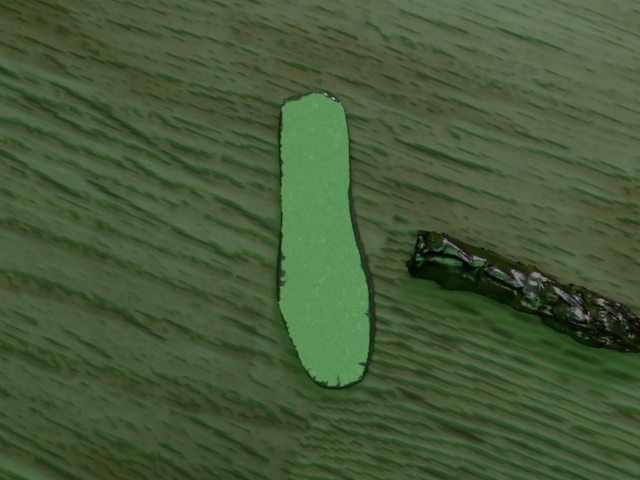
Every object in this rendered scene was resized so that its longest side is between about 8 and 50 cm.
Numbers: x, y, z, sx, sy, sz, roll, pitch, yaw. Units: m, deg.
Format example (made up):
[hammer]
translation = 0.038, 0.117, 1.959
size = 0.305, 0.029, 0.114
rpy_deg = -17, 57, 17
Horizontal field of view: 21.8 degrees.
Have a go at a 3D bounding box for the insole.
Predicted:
[insole]
translation = 0.000, 0.000, 1.069
size = 0.063, 0.010, 0.192
rpy_deg = -5, 87, 9

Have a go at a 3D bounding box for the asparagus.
[asparagus]
translation = 0.132, 0.035, 1.037
size = 0.165, 0.030, 0.036
rpy_deg = 23, 68, 11
